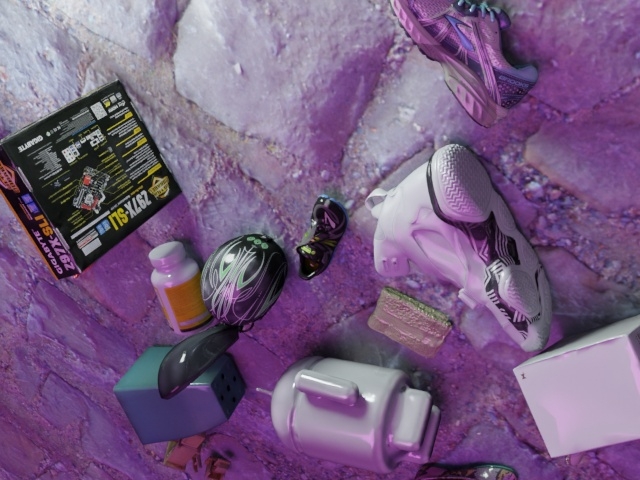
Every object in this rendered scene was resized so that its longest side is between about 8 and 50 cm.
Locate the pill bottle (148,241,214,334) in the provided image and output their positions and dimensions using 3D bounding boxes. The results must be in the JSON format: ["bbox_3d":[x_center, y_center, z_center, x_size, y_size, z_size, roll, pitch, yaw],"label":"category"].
[{"bbox_3d":[-0.294,0.099,1.648,0.103,0.103,0.184,0,120,30],"label":"pill bottle"}]

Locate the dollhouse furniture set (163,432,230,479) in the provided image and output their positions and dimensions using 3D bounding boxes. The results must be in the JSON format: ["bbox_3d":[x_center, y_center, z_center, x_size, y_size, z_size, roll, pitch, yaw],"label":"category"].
[{"bbox_3d":[-0.272,0.493,1.925,0.161,0.101,0.182,23,133,-17],"label":"dollhouse furniture set"}]

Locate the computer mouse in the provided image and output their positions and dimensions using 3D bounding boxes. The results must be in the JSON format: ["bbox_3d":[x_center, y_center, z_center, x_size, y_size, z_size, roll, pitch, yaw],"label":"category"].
[{"bbox_3d":[-0.243,0.216,1.587,0.188,0.272,0.072,-33,96,41],"label":"computer mouse"}]

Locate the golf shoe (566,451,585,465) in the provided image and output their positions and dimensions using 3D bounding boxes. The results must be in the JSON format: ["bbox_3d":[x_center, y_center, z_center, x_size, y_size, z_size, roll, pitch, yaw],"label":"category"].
[{"bbox_3d":[0.484,0.342,1.392,0.086,0.069,0.176,12,126,15],"label":"golf shoe"}]

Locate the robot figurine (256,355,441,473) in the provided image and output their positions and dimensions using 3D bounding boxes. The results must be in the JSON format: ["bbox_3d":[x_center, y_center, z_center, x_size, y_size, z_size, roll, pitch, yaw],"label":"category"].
[{"bbox_3d":[0.052,0.338,1.544,0.354,0.199,0.300,6,146,26],"label":"robot figurine"}]

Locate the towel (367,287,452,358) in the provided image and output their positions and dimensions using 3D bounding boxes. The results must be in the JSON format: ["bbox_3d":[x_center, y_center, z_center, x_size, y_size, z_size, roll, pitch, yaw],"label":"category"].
[{"bbox_3d":[0.166,0.156,1.474,0.148,0.027,0.110,29,129,11],"label":"towel"}]

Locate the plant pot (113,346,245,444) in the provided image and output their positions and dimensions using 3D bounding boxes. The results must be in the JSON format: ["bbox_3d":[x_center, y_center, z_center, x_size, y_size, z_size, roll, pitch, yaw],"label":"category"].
[{"bbox_3d":[-0.306,0.344,1.781,0.234,0.165,0.165,-10,115,27],"label":"plant pot"}]

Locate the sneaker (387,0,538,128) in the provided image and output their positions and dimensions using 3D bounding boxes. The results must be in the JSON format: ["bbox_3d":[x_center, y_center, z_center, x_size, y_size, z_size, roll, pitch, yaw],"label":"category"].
[{"bbox_3d":[0.201,-0.305,1.122,0.122,0.110,0.283,-37,101,22],"label":"sneaker"}]

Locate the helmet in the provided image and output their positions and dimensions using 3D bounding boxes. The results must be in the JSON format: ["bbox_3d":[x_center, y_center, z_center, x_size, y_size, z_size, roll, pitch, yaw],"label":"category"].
[{"bbox_3d":[-0.152,0.078,1.514,0.169,0.161,0.169,15,126,21],"label":"helmet"}]

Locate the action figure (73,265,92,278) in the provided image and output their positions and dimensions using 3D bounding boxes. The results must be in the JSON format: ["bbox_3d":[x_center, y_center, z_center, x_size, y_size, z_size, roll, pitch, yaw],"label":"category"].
[{"bbox_3d":[-0.548,0.053,1.813,0.115,0.030,0.038,-34,95,38],"label":"action figure"}]

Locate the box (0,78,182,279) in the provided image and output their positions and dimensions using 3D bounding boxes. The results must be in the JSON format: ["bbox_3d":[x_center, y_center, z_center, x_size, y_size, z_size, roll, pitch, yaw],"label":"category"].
[{"bbox_3d":[-0.423,-0.121,1.434,0.079,0.322,0.257,-13,113,34],"label":"box"}]

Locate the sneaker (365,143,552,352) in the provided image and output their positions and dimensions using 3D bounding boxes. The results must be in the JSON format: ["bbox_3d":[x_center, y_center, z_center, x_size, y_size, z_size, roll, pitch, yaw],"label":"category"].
[{"bbox_3d":[0.225,0.036,1.295,0.210,0.137,0.365,-23,101,39],"label":"sneaker"}]

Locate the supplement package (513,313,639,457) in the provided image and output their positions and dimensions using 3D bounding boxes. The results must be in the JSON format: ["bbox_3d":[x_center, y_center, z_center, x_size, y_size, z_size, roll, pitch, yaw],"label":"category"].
[{"bbox_3d":[0.448,0.215,1.211,0.194,0.203,0.149,-28,81,39],"label":"supplement package"}]

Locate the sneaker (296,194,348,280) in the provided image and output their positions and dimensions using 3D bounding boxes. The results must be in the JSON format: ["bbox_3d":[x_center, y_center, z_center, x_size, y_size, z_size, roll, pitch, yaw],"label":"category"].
[{"bbox_3d":[0.000,0.000,1.432,0.067,0.078,0.188,26,129,13],"label":"sneaker"}]

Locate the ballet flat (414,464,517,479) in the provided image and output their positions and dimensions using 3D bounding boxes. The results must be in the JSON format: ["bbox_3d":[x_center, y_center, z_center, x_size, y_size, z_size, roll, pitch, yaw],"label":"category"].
[{"bbox_3d":[0.289,0.503,1.596,0.222,0.079,0.076,-8,115,33],"label":"ballet flat"}]
